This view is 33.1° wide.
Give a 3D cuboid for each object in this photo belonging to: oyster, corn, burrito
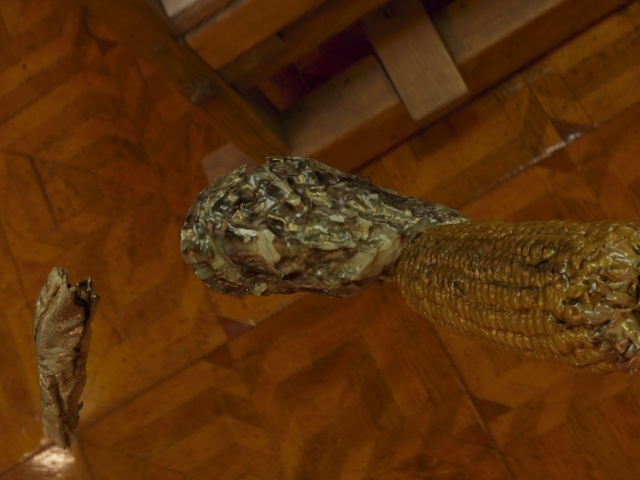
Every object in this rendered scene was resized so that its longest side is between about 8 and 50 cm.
[{"bbox_3d":[0.000,0.001,1.071,0.252,0.087,0.199,34,81,0],"label":"oyster"},{"bbox_3d":[0.158,0.037,0.819,0.318,0.115,0.115,2,71,66],"label":"corn"},{"bbox_3d":[-0.258,0.115,1.092,0.058,0.063,0.230,43,137,37],"label":"burrito"}]
